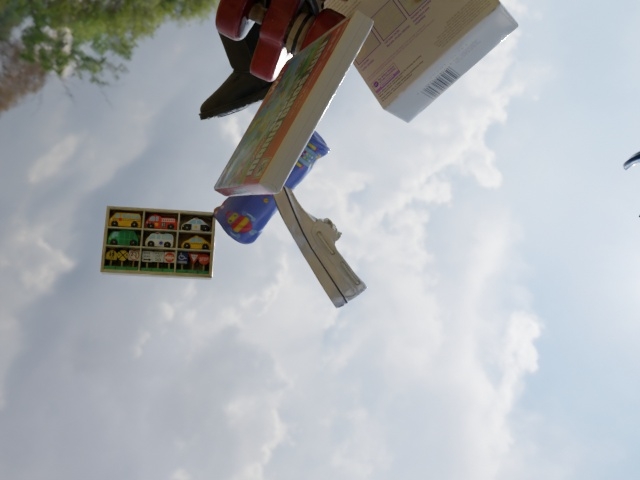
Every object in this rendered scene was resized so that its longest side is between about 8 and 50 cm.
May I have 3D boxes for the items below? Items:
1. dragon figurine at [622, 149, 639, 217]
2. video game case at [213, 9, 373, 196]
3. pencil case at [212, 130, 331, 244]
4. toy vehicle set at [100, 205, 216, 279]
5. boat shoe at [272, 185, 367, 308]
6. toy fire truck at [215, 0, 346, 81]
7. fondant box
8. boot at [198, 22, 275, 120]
[{"bbox_3d":[0.380,-0.092,0.789,0.085,0.144,0.289,-55,180,-1],"label":"dragon figurine"},{"bbox_3d":[-0.044,-0.144,0.873,0.204,0.025,0.285,-61,-164,-6],"label":"video game case"},{"bbox_3d":[-0.110,-0.130,1.670,0.306,0.119,0.133,-49,179,12],"label":"pencil case"},{"bbox_3d":[-0.393,0.007,1.838,0.035,0.266,0.166,126,-34,-74],"label":"toy vehicle set"},{"bbox_3d":[0.000,0.000,1.445,0.088,0.268,0.096,-30,-177,-1],"label":"boat shoe"},{"bbox_3d":[-0.012,-0.388,1.085,0.254,0.169,0.302,-58,174,-50],"label":"toy fire truck"},{"bbox_3d":[0.134,-0.399,1.246,0.238,0.096,0.330,-40,-116,23],"label":"fondant box"},{"bbox_3d":[-0.204,-0.415,1.775,0.246,0.207,0.094,-20,-174,12],"label":"boot"}]
